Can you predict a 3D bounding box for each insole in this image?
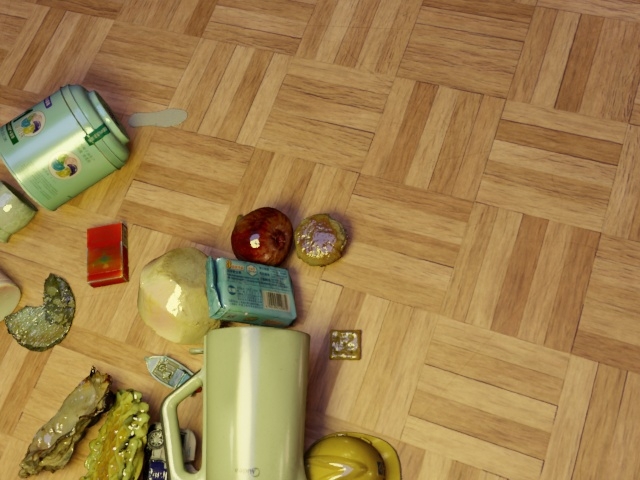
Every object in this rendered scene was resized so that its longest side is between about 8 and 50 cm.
[{"bbox_3d":[-0.512,-0.381,2.192,0.197,0.004,0.065,-3,68,10],"label":"insole"}]

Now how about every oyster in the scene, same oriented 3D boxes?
[{"bbox_3d":[-0.646,0.494,1.788,0.096,0.221,0.361,40,87,-17],"label":"oyster"}]

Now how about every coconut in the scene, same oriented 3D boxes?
[{"bbox_3d":[-0.360,0.155,1.834,0.259,0.259,0.259,-4,68,10],"label":"coconut"}]

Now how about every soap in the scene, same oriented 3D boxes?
[{"bbox_3d":[-0.173,0.136,1.788,0.077,0.293,0.156,-30,58,41],"label":"soap"}]

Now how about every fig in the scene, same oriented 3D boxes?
[{"bbox_3d":[-0.182,-0.001,1.910,0.207,0.175,0.175,-2,66,38],"label":"fig"}]

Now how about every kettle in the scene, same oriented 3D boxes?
[{"bbox_3d":[-0.204,0.407,1.650,0.361,0.250,0.377,-1,73,3],"label":"kettle"}]

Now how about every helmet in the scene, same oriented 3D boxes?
[{"bbox_3d":[0.055,0.549,1.648,0.257,0.140,0.205,-8,68,11],"label":"helmet"}]

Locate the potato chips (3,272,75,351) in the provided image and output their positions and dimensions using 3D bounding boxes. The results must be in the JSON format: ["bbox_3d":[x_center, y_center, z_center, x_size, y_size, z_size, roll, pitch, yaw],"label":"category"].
[{"bbox_3d":[-0.795,0.207,2.007,0.202,0.029,0.220,23,77,18],"label":"potato chips"}]

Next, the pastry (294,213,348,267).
[{"bbox_3d":[-0.002,0.000,1.901,0.153,0.081,0.153,-2,68,5],"label":"pastry"}]

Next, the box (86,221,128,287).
[{"bbox_3d":[-0.615,0.043,2.022,0.112,0.048,0.175,-9,67,6],"label":"box"}]

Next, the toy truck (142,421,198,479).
[{"bbox_3d":[-0.370,0.589,1.708,0.155,0.124,0.268,11,67,-20],"label":"toy truck"}]

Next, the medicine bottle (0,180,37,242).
[{"bbox_3d":[-0.947,-0.084,2.083,0.147,0.147,0.143,41,83,22],"label":"medicine bottle"}]

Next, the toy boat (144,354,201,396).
[{"bbox_3d":[-0.394,0.354,1.850,0.173,0.059,0.069,27,76,19],"label":"toy boat"}]

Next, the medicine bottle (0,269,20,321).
[{"bbox_3d":[-1.006,0.116,2.013,0.254,0.152,0.152,35,79,22],"label":"medicine bottle"}]

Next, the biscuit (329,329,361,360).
[{"bbox_3d":[0.063,0.271,1.817,0.083,0.018,0.081,0,70,11],"label":"biscuit"}]

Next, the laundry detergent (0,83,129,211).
[{"bbox_3d":[-0.738,-0.284,2.046,0.305,0.287,0.287,-34,67,-3],"label":"laundry detergent"}]

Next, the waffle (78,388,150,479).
[{"bbox_3d":[-0.504,0.524,1.725,0.073,0.297,0.317,20,79,-29],"label":"waffle"}]

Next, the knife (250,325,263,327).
[{"bbox_3d":[-0.146,0.273,1.844,0.073,0.040,0.266,-18,67,7],"label":"knife"}]
